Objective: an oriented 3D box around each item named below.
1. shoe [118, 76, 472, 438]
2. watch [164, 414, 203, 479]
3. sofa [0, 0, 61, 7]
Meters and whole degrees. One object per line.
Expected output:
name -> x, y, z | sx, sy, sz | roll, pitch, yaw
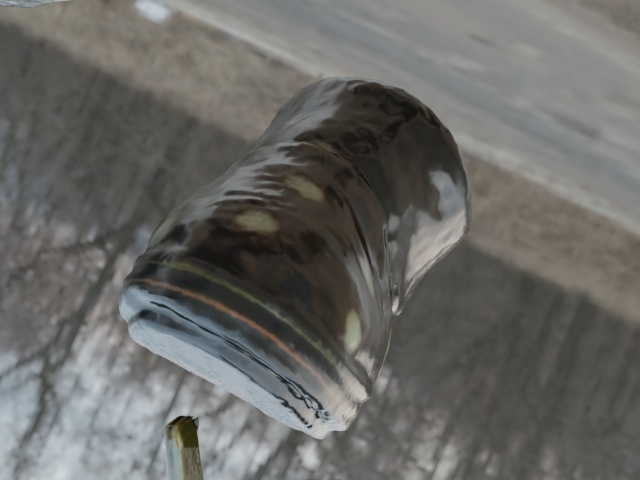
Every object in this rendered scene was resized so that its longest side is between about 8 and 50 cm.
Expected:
shoe -> 0.000, 0.000, 1.107 | 0.171, 0.237, 0.384 | 28, 178, 10
watch -> -0.131, 0.233, 0.913 | 0.165, 0.268, 0.102 | -3, -177, 19
sofa -> -0.147, -0.169, 0.757 | 0.039, 0.118, 0.060 | -6, -179, 32
